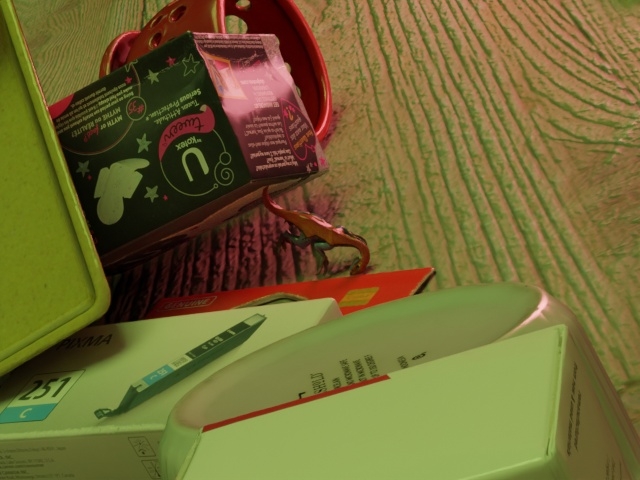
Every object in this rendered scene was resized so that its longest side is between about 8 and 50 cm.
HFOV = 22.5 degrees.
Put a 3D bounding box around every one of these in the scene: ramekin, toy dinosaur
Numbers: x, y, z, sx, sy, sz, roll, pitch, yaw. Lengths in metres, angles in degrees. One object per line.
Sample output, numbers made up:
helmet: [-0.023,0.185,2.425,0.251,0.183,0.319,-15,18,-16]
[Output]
ramekin: [0.039,0.117,0.861,0.273,0.127,0.273,-18,9,3]
toy dinosaur: [0.000,0.000,1.307,0.082,0.090,0.047,10,69,43]

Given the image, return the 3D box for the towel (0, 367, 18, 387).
towel: [-0.339,0.040,1.507,0.235,0.121,0.284,-15,26,24]

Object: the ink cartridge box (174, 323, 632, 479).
ink cartridge box: [0.061,0.176,0.666,0.172,0.237,0.100,-18,22,20]

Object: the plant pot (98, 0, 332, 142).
plant pot: [-0.108,-0.148,1.582,0.174,0.191,0.191,-24,22,27]

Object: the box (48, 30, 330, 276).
box: [-0.145,-0.067,1.404,0.247,0.142,0.163,-24,-5,25]

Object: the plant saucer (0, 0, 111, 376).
plant saucer: [-0.328,-0.003,1.329,0.333,0.081,0.333,-30,65,18]

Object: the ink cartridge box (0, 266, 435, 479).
ink cartridge box: [-0.095,0.085,1.229,0.296,0.066,0.261,-8,30,36]
